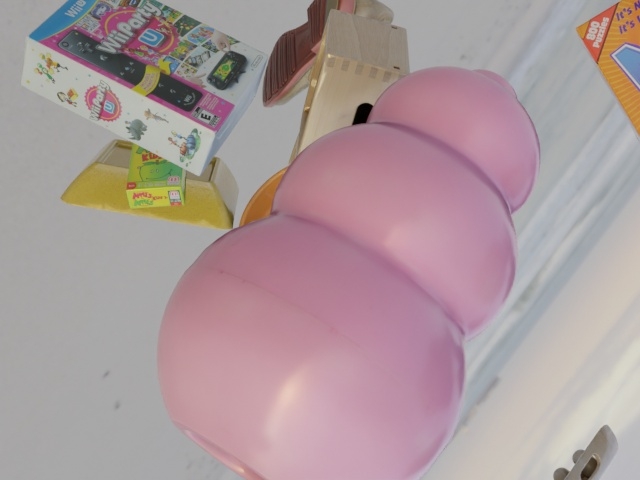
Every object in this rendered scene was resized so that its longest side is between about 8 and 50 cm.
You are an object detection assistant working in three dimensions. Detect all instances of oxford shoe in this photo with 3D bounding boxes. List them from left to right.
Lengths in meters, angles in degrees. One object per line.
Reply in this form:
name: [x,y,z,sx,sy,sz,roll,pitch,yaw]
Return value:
oxford shoe: [0.002,-0.321,1.677,0.348,0.130,0.123,-30,-125,57]

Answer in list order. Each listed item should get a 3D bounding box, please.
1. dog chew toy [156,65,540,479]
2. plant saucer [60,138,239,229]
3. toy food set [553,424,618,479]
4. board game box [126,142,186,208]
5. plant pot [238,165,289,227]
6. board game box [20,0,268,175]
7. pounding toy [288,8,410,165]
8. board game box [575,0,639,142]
dog chew toy: [0.038,0.015,0.647,0.332,0.206,0.206,-56,168,-18]
plant saucer: [-0.331,-0.128,1.928,0.333,0.332,0.081,-97,-162,-72]
toy food set: [0.369,0.454,1.638,0.219,0.092,0.306,-33,163,-47]
board game box: [-0.276,-0.134,1.615,0.181,0.092,0.043,-94,180,-45]
plant pot: [0.000,0.000,1.973,0.291,0.291,0.203,-51,138,-10]
board game box: [-0.263,-0.260,1.440,0.224,0.303,0.097,-64,180,-45]
pounding toy: [0.031,-0.141,0.990,0.206,0.094,0.181,-85,-170,-58]
board game box: [0.729,-0.283,1.695,0.356,0.357,0.356,-31,162,19]
